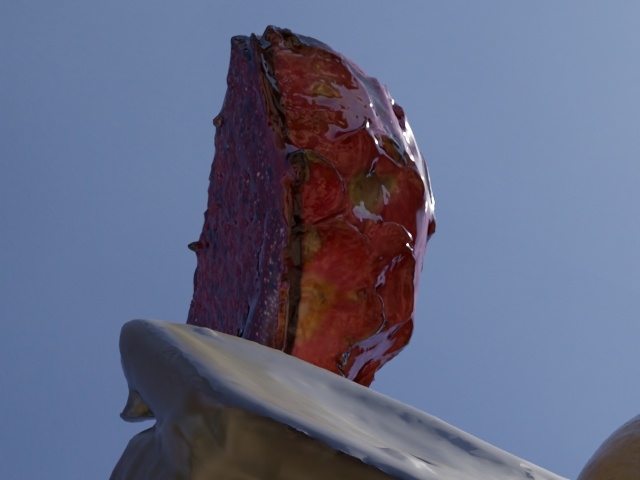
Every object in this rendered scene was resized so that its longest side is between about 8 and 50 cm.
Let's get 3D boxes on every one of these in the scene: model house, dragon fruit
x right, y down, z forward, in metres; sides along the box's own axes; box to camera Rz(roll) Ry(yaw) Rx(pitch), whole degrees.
[{"bbox_3d":[0.014,0.139,0.441,0.229,0.122,0.188,23,-101,-3],"label":"model house"},{"bbox_3d":[0.000,0.000,0.890,0.189,0.163,0.262,-30,-39,-40],"label":"dragon fruit"}]

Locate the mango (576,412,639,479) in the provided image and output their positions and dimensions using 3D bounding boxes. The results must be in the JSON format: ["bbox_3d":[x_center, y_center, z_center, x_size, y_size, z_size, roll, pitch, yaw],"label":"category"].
[{"bbox_3d":[0.222,0.167,0.920,0.195,0.137,0.098,-47,-49,-45],"label":"mango"}]
